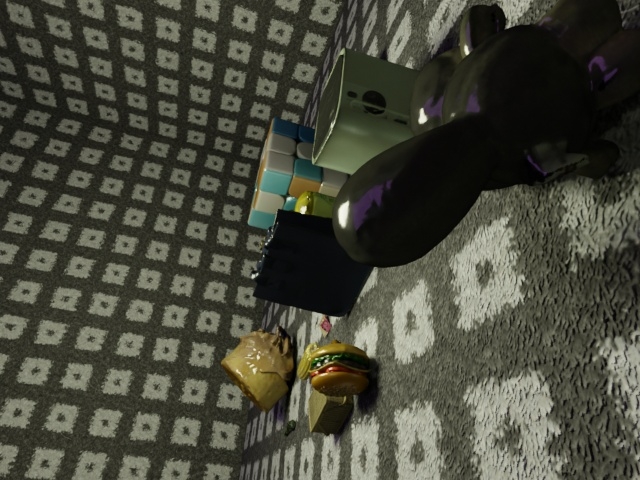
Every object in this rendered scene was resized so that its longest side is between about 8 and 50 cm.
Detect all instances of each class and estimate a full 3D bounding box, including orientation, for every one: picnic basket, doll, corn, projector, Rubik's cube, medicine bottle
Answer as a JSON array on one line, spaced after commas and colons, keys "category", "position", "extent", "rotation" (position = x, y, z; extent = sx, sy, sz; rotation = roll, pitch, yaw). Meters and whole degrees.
[{"category": "picnic basket", "position": [0.025, 0.458, 1.190], "extent": [0.115, 0.079, 0.164], "rotation": [-97, 23, -57]}, {"category": "doll", "position": [0.167, -0.143, 0.578], "extent": [0.382, 0.378, 0.253], "rotation": [-86, -26, -87]}, {"category": "corn", "position": [-0.042, 0.444, 1.531], "extent": [0.165, 0.063, 0.085], "rotation": [112, 155, -43]}, {"category": "projector", "position": [0.130, -0.312, 1.099], "extent": [0.248, 0.249, 0.249], "rotation": [131, 149, -66]}, {"category": "Rubik's cube", "position": [-0.092, -0.250, 1.785], "extent": [0.344, 0.346, 0.347], "rotation": [119, 159, -48]}, {"category": "medicine bottle", "position": [0.038, -0.077, 1.297], "extent": [0.124, 0.238, 0.124], "rotation": [-166, 90, -74]}]

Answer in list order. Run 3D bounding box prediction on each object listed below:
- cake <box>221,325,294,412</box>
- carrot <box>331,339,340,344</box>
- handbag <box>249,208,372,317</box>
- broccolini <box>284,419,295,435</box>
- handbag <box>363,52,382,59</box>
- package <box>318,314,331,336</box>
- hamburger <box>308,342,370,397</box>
[{"category": "cake", "position": [-0.239, 0.554, 1.909], "extent": [0.321, 0.332, 0.332], "rotation": [-42, -2, -25]}, {"category": "carrot", "position": [0.060, 0.340, 1.256], "extent": [0.171, 0.042, 0.042], "rotation": [-133, 56, -79]}, {"category": "handbag", "position": [-0.029, 0.065, 1.239], "extent": [0.122, 0.329, 0.303], "rotation": [-93, 20, -50]}, {"category": "broccolini", "position": [-0.123, 0.757, 1.684], "extent": [0.035, 0.030, 0.140], "rotation": [49, 141, 28]}, {"category": "handbag", "position": [0.138, -0.488, 1.551], "extent": [0.269, 0.118, 0.326], "rotation": [120, 161, -54]}, {"category": "package", "position": [0.013, 0.302, 1.509], "extent": [0.059, 0.029, 0.083], "rotation": [-66, 26, 15]}, {"category": "hamburger", "position": [0.047, 0.327, 1.059], "extent": [0.162, 0.161, 0.115], "rotation": [119, 158, -50]}]
